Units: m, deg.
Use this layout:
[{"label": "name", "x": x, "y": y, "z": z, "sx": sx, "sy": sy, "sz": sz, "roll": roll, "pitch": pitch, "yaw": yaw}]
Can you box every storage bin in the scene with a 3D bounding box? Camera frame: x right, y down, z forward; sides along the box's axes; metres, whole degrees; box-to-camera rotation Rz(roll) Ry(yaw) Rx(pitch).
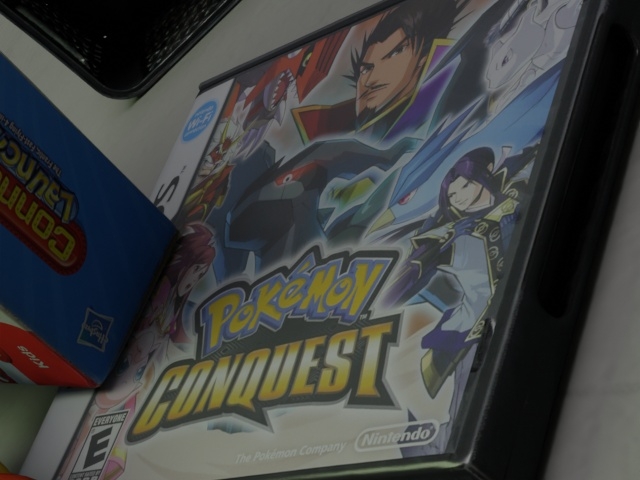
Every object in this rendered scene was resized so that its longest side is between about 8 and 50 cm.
[{"label": "storage bin", "x": -0.103, "y": -0.190, "z": 0.866, "sx": 0.180, "sy": 0.122, "sz": 0.084, "roll": -41, "pitch": 30, "yaw": 17}]

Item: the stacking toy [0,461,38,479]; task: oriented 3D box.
[{"label": "stacking toy", "x": -0.166, "y": 0.118, "z": 0.536, "sx": 0.330, "sy": 0.141, "sz": 0.141, "roll": 14, "pitch": 67, "yaw": 37}]

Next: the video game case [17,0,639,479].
[{"label": "video game case", "x": 0.000, "y": 0.000, "z": 0.581, "sx": 0.275, "sy": 0.035, "sz": 0.248, "roll": -17, "pitch": 43, "yaw": 47}]

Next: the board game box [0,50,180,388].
[{"label": "board game box", "x": -0.270, "y": -0.054, "z": 0.610, "sx": 0.302, "sy": 0.308, "sz": 0.086, "roll": -2, "pitch": 54, "yaw": 38}]
